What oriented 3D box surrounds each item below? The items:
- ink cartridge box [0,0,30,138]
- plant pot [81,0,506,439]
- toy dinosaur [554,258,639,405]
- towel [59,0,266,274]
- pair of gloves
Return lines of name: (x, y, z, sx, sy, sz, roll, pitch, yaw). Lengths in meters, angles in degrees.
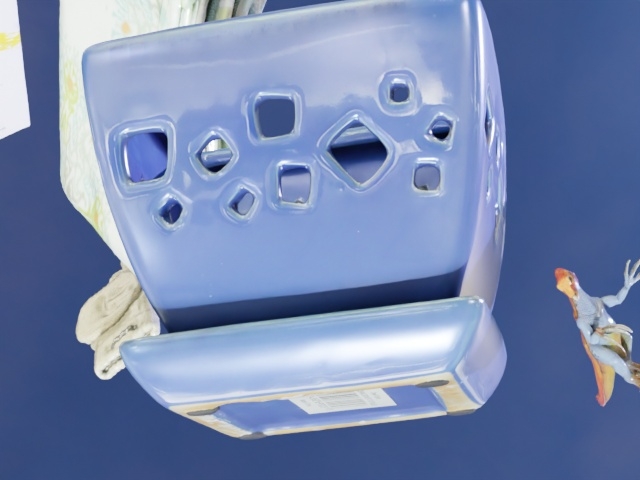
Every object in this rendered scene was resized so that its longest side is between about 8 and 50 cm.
ink cartridge box: (-0.241, -0.128, 0.908, 0.090, 0.092, 0.143, -38, -51, -57)
plant pot: (0.000, 0.000, 0.930, 0.236, 0.235, 0.212, 52, -148, -73)
toy dinosaur: (0.149, 0.051, 0.841, 0.082, 0.047, 0.090, 39, -54, -6)
towel: (-0.159, -0.143, 1.364, 0.090, 0.374, 0.321, -3, -68, -25)
pair of gloves: (-0.133, 0.025, 1.475, 0.240, 0.204, 0.042, -43, -66, -3)
